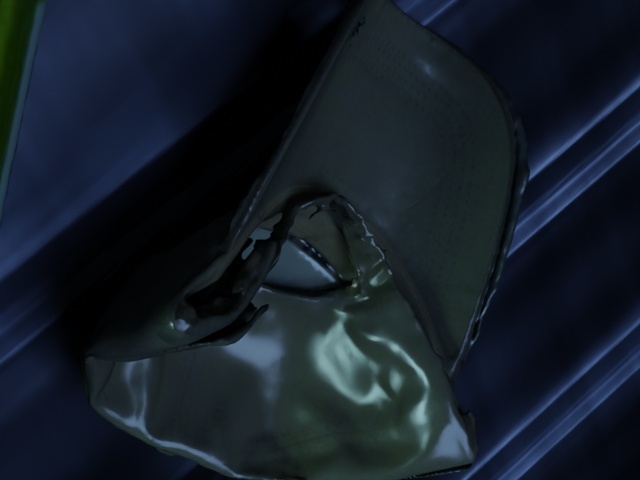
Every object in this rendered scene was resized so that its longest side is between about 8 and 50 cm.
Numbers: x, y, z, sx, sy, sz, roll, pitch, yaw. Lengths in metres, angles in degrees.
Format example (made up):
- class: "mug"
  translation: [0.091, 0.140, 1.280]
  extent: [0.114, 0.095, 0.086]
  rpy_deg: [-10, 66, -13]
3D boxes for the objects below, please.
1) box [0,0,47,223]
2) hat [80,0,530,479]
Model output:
- class: "box"
  translation: [-0.127, -0.065, 0.355]
  extent: [0.134, 0.097, 0.346]
  rpy_deg: [-1, 117, -39]
- class: "hat"
  translation: [0.000, 0.000, 0.543]
  extent: [0.147, 0.085, 0.175]
  rpy_deg: [35, 68, -37]
